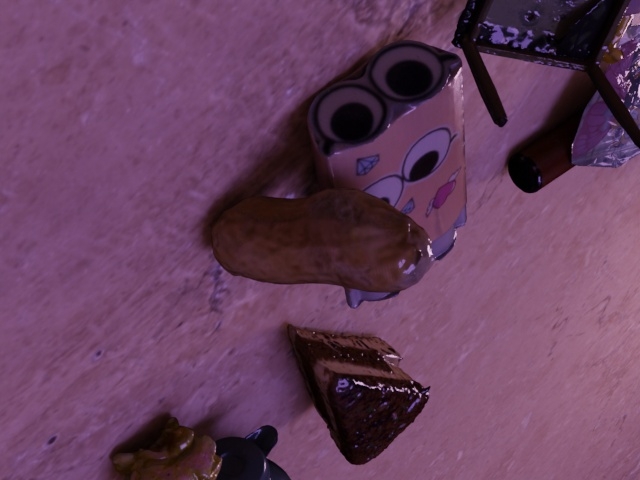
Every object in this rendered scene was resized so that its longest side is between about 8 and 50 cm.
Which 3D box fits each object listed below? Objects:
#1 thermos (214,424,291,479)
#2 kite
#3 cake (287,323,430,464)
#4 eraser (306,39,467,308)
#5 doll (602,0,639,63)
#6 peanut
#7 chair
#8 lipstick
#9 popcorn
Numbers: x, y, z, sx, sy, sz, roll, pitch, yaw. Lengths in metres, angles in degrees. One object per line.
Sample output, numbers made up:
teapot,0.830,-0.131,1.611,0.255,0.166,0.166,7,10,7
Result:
thermos,-0.103,0.336,1.660,0.182,0.145,0.286,-47,154,-24
kite,0.400,-0.248,1.718,0.204,0.022,0.360,-15,128,-41
cake,0.016,0.187,1.675,0.135,0.112,0.246,-52,153,13
eraser,0.070,-0.063,1.447,0.171,0.087,0.290,-35,151,-15
doll,0.388,-0.361,1.521,0.365,0.094,0.160,-51,156,7
peanut,0.000,0.000,1.329,0.099,0.214,0.099,-1,90,-70
chair,0.228,-0.235,1.355,0.166,0.272,0.188,9,126,-16
lipstick,0.374,-0.161,1.807,0.357,0.057,0.057,-32,149,-29
popcorn,-0.160,0.243,1.510,0.097,0.109,0.089,-70,150,-63
